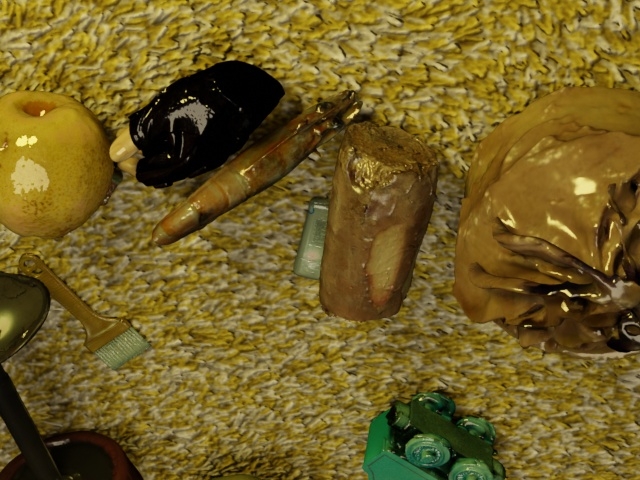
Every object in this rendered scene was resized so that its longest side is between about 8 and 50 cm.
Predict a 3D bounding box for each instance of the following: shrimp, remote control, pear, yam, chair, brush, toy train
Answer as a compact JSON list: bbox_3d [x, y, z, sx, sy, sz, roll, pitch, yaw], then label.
[{"bbox_3d":[-0.077,-0.080,1.526,0.296,0.169,0.058,-34,90,-5],"label":"shrimp"},{"bbox_3d":[0.000,0.000,1.626,0.053,0.018,0.124,10,127,-4],"label":"remote control"},{"bbox_3d":[-0.329,-0.087,1.501,0.178,0.178,0.178,3,126,4],"label":"pear"},{"bbox_3d":[0.069,-0.022,1.536,0.128,0.129,0.238,-2,126,-16],"label":"yam"},{"bbox_3d":[-0.400,0.263,1.734,0.226,0.226,0.401,-11,125,13],"label":"chair"},{"bbox_3d":[-0.329,0.093,1.731,0.082,0.010,0.218,-31,117,26],"label":"brush"},{"bbox_3d":[0.155,0.300,1.782,0.198,0.107,0.154,32,130,-18],"label":"toy train"}]

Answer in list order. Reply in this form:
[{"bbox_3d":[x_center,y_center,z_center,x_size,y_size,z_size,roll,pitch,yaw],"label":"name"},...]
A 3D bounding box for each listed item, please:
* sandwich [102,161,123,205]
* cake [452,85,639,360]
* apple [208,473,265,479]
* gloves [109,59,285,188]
[{"bbox_3d":[-0.294,-0.071,1.596,0.101,0.026,0.069,-3,125,7],"label":"sandwich"},{"bbox_3d":[0.317,0.026,1.430,0.332,0.321,0.332,3,125,5],"label":"cake"},{"bbox_3d":[-0.116,0.473,1.838,0.279,0.279,0.279,3,126,4],"label":"apple"},{"bbox_3d":[-0.159,-0.128,1.476,0.203,0.164,0.124,-38,76,37],"label":"gloves"}]
